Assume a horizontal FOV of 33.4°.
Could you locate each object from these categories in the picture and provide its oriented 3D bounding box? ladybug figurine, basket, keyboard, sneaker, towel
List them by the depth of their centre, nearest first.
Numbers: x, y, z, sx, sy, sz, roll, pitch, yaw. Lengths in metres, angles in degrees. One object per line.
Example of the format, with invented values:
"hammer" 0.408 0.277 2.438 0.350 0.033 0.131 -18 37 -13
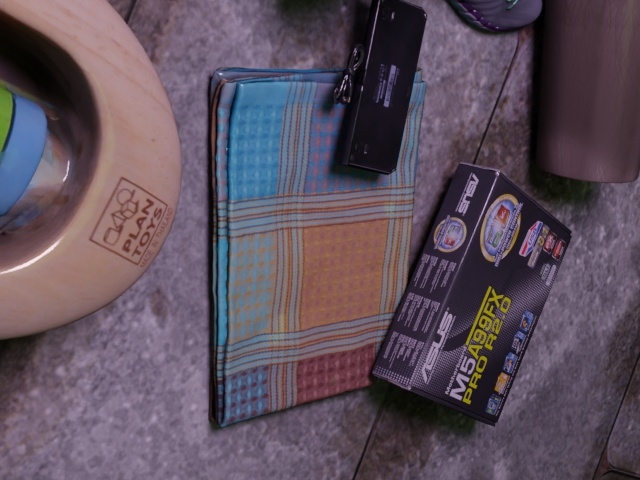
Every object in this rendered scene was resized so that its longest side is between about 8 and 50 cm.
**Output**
"ladybug figurine" -0.299 -0.090 0.781 0.449 0.162 0.305 32 81 -40
"keyboard" 0.054 -0.163 1.094 0.108 0.023 0.180 8 93 -46
"towel" 0.000 0.000 1.139 0.271 0.040 0.370 -9 108 -37
"sneaker" 0.191 -0.285 1.176 0.223 0.098 0.083 15 93 -41
"basket" 0.343 -0.194 1.300 0.204 0.154 0.227 -13 115 -45

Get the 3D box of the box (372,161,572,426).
"box" 0.190 0.071 1.280 0.216 0.060 0.270 31 80 -49
